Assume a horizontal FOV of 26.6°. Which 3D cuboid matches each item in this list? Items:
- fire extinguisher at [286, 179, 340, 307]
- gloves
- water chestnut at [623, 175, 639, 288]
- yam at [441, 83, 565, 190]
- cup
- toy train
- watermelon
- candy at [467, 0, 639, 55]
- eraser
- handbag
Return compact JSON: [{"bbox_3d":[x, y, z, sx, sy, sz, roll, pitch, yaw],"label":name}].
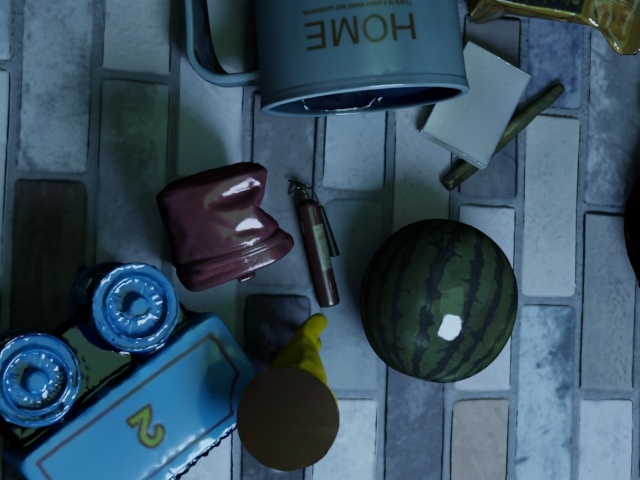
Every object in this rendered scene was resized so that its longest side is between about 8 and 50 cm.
[{"bbox_3d":[0.000,0.000,1.778,0.049,0.035,0.173,-15,97,-16],"label":"fire extinguisher"},{"bbox_3d":[-0.024,0.174,1.638,0.116,0.294,0.133,34,100,-1],"label":"gloves"},{"bbox_3d":[0.593,-0.016,1.875,0.350,0.302,0.350,4,106,16],"label":"water chestnut"},{"bbox_3d":[0.254,-0.148,1.878,0.234,0.027,0.029,-41,71,-17],"label":"yam"},{"bbox_3d":[0.013,-0.321,1.702,0.257,0.331,0.311,-3,88,-54],"label":"cup"},{"bbox_3d":[-0.252,0.182,1.599,0.300,0.188,0.265,-38,101,-18],"label":"toy train"},{"bbox_3d":[0.151,0.075,1.741,0.212,0.212,0.212,0,89,-20],"label":"watermelon"},{"bbox_3d":[0.325,-0.329,1.802,0.101,0.271,0.143,4,99,-63],"label":"candy"},{"bbox_3d":[0.210,-0.185,1.848,0.104,0.023,0.150,29,76,-5],"label":"eraser"},{"bbox_3d":[-0.117,-0.019,1.634,0.146,0.225,0.135,-20,96,-6],"label":"handbag"}]
